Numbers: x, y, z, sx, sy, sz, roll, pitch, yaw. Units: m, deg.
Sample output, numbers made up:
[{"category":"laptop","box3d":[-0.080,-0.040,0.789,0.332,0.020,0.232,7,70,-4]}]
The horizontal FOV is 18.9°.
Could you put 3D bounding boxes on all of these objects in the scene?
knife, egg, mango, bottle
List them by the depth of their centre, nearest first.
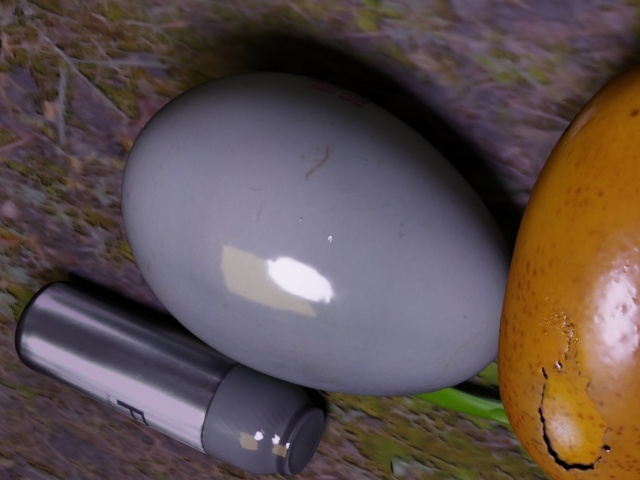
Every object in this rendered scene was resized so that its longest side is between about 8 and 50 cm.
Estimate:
[{"category":"mango","box3d":[0.180,0.031,1.079,0.160,0.191,0.290,15,130,19]},{"category":"egg","box3d":[0.000,0.000,1.195,0.264,0.183,0.183,29,141,7]},{"category":"knife","box3d":[0.112,0.108,1.336,0.166,0.022,0.078,12,129,30]},{"category":"bottle","box3d":[-0.115,0.108,1.485,0.254,0.079,0.096,22,176,24]}]
